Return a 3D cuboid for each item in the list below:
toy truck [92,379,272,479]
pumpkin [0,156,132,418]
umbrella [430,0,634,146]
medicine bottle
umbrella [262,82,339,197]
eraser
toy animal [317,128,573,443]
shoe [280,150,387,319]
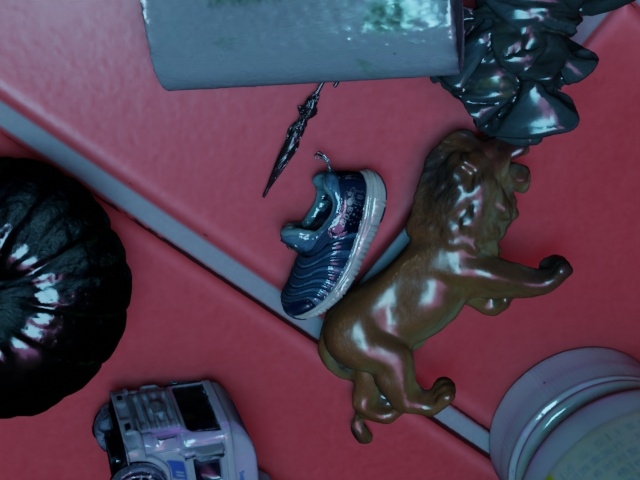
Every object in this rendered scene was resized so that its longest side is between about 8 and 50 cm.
[{"bbox_3d":[-0.104,0.253,0.965,0.155,0.124,0.268,-11,114,-15],"label":"toy truck"},{"bbox_3d":[-0.243,0.036,0.843,0.202,0.140,0.202,0,95,4],"label":"pumpkin"},{"bbox_3d":[0.204,-0.235,0.818,0.143,0.094,0.349,30,107,-18],"label":"umbrella"},{"bbox_3d":[0.287,0.251,0.900,0.214,0.378,0.213,-4,112,-10],"label":"medicine bottle"},{"bbox_3d":[-0.021,-0.089,0.908,0.022,0.013,0.122,23,104,-41],"label":"umbrella"},{"bbox_3d":[-0.015,-0.199,0.789,0.227,0.081,0.174,-1,110,13],"label":"eraser"},{"bbox_3d":[0.089,0.039,0.947,0.157,0.097,0.312,41,100,-12],"label":"toy animal"},{"bbox_3d":[0.000,0.000,0.919,0.071,0.064,0.143,21,103,-19],"label":"shoe"}]
